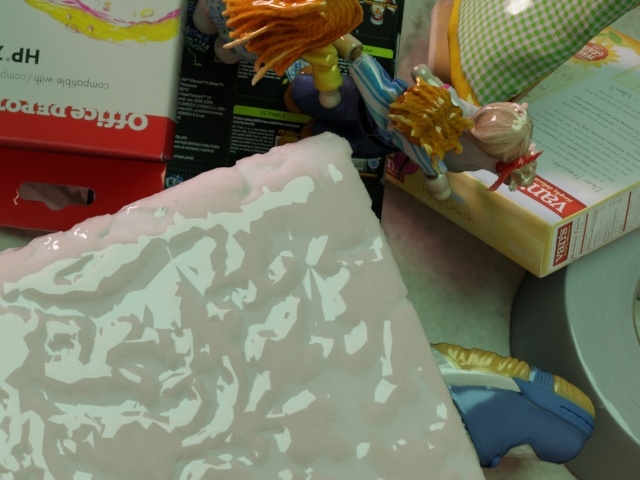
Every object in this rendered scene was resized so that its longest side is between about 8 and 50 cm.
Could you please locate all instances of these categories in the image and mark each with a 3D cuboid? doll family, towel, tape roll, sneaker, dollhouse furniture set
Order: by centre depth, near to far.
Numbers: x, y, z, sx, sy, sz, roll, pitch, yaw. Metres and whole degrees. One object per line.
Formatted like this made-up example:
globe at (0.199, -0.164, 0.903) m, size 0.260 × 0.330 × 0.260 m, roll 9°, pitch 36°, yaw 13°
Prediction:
towel at (-0.071, 0.136, 1.042) m, size 0.332 × 0.053 × 0.317 m, roll -23°, pitch 90°, yaw -28°
doll family at (0.017, -0.097, 1.145) m, size 0.118 × 0.163 × 0.263 m, roll -47°, pitch 111°, yaw -18°
sneaker at (0.029, 0.122, 1.188) m, size 0.297 × 0.112 × 0.131 m, roll 11°, pitch 78°, yaw -24°
dollhouse furniture set at (0.109, -0.237, 1.297) m, size 0.151 × 0.197 × 0.301 m, roll 31°, pitch 38°, yaw -20°
tape roll at (0.239, 0.076, 1.335) m, size 0.219 × 0.072 × 0.219 m, roll 13°, pitch 60°, yaw -23°

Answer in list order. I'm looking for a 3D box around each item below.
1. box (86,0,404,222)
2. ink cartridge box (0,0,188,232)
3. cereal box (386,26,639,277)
box at (-0.044, -0.093, 1.232) m, size 0.191 × 0.045 × 0.184 m, roll 5°, pitch 88°, yaw -27°
ink cartridge box at (-0.146, -0.120, 1.132) m, size 0.134 × 0.078 × 0.231 m, roll 5°, pitch 90°, yaw -1°
cereal box at (0.170, -0.070, 1.335) m, size 0.240 × 0.047 × 0.173 m, roll -24°, pitch 44°, yaw -35°
